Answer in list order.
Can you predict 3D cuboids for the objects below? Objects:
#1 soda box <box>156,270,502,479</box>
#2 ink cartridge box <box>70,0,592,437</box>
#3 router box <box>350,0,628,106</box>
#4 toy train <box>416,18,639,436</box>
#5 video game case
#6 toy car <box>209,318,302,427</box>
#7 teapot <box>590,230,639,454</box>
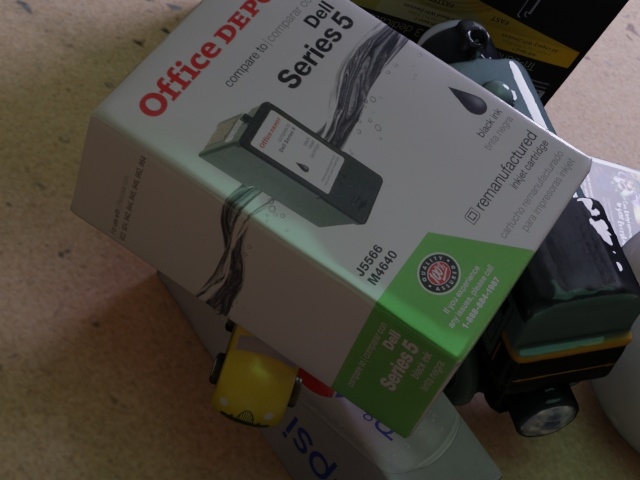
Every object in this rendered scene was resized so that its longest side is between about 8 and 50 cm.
[{"bbox_3d":[0.001,0.094,1.119,0.091,0.098,0.286,-20,66,-39],"label":"soda box"},{"bbox_3d":[0.006,-0.037,1.000,0.273,0.115,0.198,34,55,6],"label":"ink cartridge box"},{"bbox_3d":[0.096,-0.225,1.334,0.308,0.243,0.081,14,49,-20],"label":"router box"},{"bbox_3d":[0.139,-0.017,1.210,0.142,0.190,0.334,-6,57,-18],"label":"toy train"},{"bbox_3d":[0.233,-0.007,1.390,0.173,0.022,0.190,14,48,-19],"label":"video game case"},{"bbox_3d":[0.000,0.000,1.079,0.225,0.053,0.239,-11,63,-23],"label":"toy car"},{"bbox_3d":[0.342,0.074,1.227,0.252,0.187,0.256,-34,78,-19],"label":"teapot"}]
